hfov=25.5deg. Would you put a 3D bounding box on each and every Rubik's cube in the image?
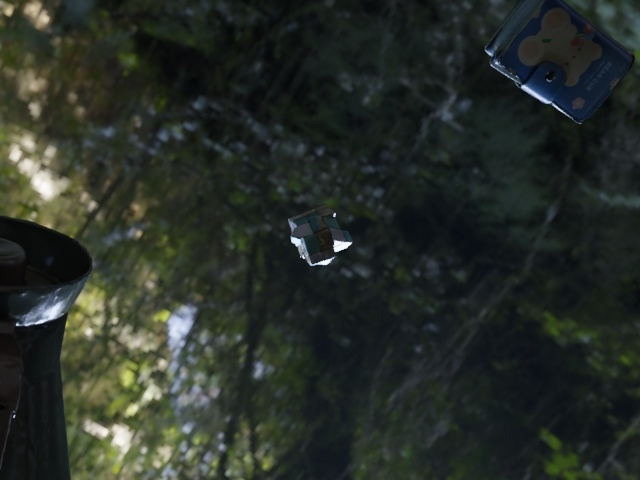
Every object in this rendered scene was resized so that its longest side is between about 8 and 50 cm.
[{"bbox_3d":[0.001,-0.003,1.997,0.084,0.075,0.073,55,172,-20],"label":"Rubik's cube"}]

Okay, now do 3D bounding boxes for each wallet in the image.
[{"bbox_3d":[0.348,-0.272,2.074,0.202,0.141,0.059,30,-165,-30],"label":"wallet"}]

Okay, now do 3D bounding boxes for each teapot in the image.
[{"bbox_3d":[-0.350,0.171,1.401,0.253,0.344,0.300,5,-160,-22],"label":"teapot"}]
